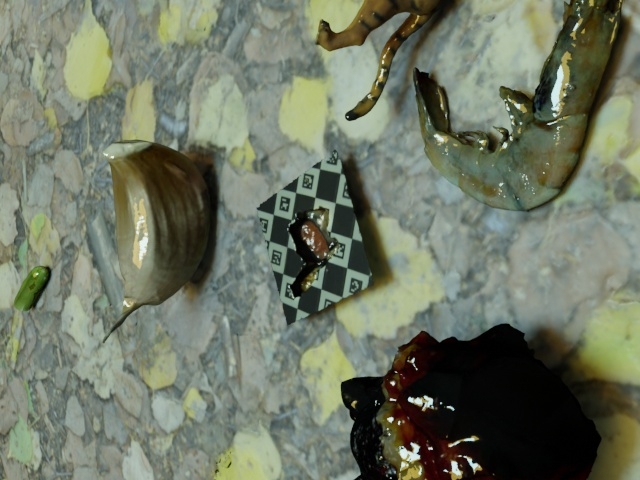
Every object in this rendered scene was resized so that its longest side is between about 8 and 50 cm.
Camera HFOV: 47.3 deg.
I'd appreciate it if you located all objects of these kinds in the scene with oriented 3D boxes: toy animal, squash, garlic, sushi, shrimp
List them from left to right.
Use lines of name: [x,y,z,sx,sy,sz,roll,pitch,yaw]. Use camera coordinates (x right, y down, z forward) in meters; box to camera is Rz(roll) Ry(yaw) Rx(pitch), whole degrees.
squash: [-0.406,0.065,1.031,0.083,0.028,0.027,-51,61,32]
garlic: [-0.177,-0.003,0.753,0.091,0.129,0.198,12,98,25]
sushi: [0.000,0.000,0.667,0.120,0.026,0.125,-30,69,42]
toy animal: [0.071,-0.213,0.556,0.116,0.114,0.255,16,115,-4]
sushi: [0.102,0.142,0.501,0.150,0.153,0.172,117,148,-49]
shrimp: [0.135,-0.124,0.535,0.148,0.035,0.195,31,114,39]
